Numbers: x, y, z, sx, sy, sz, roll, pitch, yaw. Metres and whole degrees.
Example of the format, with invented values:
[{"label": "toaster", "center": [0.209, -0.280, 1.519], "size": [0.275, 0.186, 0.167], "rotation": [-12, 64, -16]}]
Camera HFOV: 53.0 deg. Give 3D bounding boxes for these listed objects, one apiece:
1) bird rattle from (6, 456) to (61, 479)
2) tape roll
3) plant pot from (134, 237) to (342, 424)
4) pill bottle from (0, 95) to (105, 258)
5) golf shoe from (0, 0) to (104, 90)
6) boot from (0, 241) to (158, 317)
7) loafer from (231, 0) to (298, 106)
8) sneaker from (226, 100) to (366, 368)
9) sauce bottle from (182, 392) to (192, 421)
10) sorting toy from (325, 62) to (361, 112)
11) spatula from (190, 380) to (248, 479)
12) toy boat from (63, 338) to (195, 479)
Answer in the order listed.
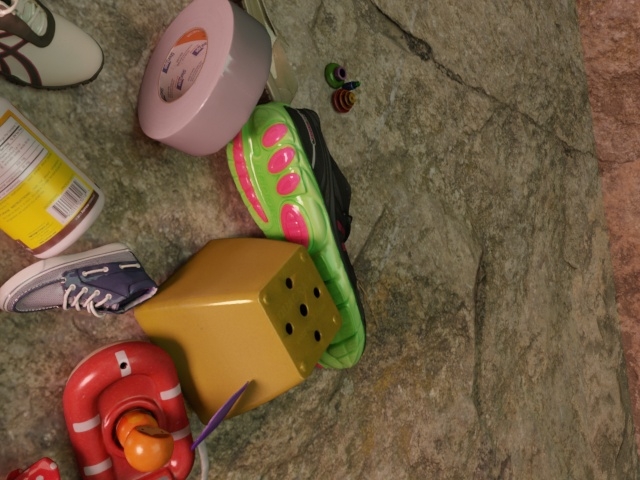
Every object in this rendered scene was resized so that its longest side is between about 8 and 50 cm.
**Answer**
[{"label": "bird rattle", "center": [-0.385, 0.316, 0.667], "size": [0.253, 0.143, 0.207], "rotation": [-43, 130, -36]}, {"label": "tape roll", "center": [-0.167, -0.232, 0.909], "size": [0.072, 0.219, 0.219], "rotation": [23, 70, -43]}, {"label": "plant pot", "center": [-0.096, 0.116, 0.938], "size": [0.212, 0.187, 0.212], "rotation": [64, 36, -18]}, {"label": "pill bottle", "center": [-0.370, -0.086, 0.759], "size": [0.215, 0.117, 0.117], "rotation": [50, 54, -30]}, {"label": "golf shoe", "center": [-0.376, -0.262, 0.772], "size": [0.272, 0.120, 0.105], "rotation": [15, 74, -45]}, {"label": "boot", "center": [-0.304, 0.064, 0.823], "size": [0.086, 0.069, 0.190], "rotation": [44, 42, 20]}, {"label": "loafer", "center": [-0.111, -0.334, 1.070], "size": [0.092, 0.102, 0.269], "rotation": [-41, 124, -42]}, {"label": "sneaker", "center": [0.000, 0.000, 1.083], "size": [0.202, 0.185, 0.483], "rotation": [-36, 120, -51]}, {"label": "sauce bottle", "center": [-0.203, 0.208, 0.958], "size": [0.042, 0.042, 0.128], "rotation": [26, 63, -41]}, {"label": "sorting toy", "center": [0.049, -0.304, 1.266], "size": [0.061, 0.042, 0.102], "rotation": [-22, 102, -45]}, {"label": "spatula", "center": [-0.165, 0.322, 0.875], "size": [0.084, 0.030, 0.297], "rotation": [-30, 141, -68]}, {"label": "toy boat", "center": [-0.233, 0.245, 0.823], "size": [0.151, 0.151, 0.231], "rotation": [-17, 103, -30]}]
